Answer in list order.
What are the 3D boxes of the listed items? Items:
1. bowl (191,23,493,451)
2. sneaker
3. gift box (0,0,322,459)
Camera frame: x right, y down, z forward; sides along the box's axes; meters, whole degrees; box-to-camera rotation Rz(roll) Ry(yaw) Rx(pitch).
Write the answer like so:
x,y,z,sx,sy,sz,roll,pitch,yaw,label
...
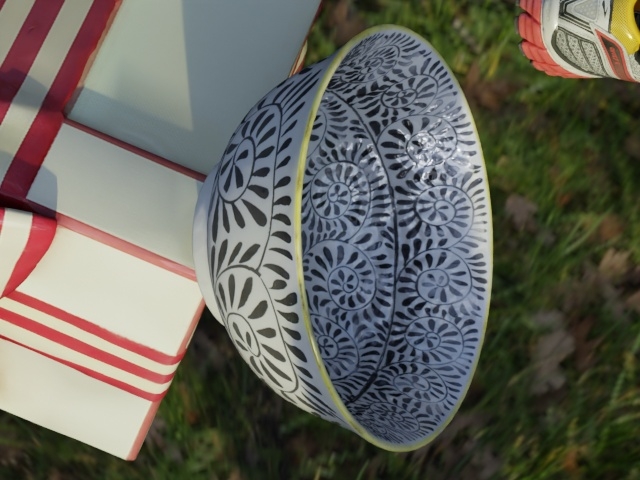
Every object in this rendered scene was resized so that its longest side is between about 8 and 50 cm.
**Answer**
x,y,z,sx,sy,sz,roll,pitch,yaw,label
0.000,0.000,0.768,0.080,0.170,0.170,-2,75,29,bowl
0.223,-0.120,1.113,0.225,0.093,0.088,-3,97,-36,sneaker
-0.162,-0.054,0.920,0.276,0.255,0.258,19,60,0,gift box
